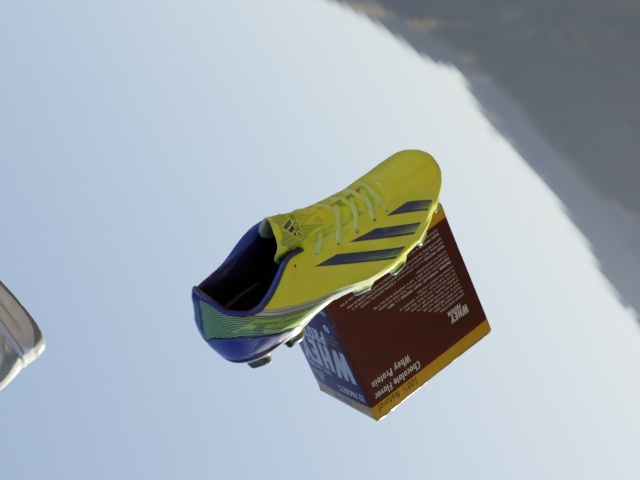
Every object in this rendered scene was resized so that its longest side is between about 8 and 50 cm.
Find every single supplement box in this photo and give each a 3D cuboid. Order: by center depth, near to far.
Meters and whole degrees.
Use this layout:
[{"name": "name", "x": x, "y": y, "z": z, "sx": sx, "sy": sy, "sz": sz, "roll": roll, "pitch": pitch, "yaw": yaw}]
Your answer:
[{"name": "supplement box", "x": 0.069, "y": 0.070, "z": 2.336, "sx": 0.129, "sy": 0.191, "sz": 0.194, "roll": 23, "pitch": 144, "yaw": 53}]

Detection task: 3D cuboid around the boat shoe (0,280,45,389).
[{"name": "boat shoe", "x": -0.409, "y": 0.022, "z": 1.903, "sx": 0.320, "sy": 0.103, "sz": 0.118, "roll": 46, "pitch": 160, "yaw": -6}]

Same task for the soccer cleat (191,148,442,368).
[{"name": "soccer cleat", "x": 0.000, "y": 0.001, "z": 1.858, "sx": 0.093, "sy": 0.289, "sz": 0.121, "roll": 37, "pitch": 162, "yaw": 44}]
